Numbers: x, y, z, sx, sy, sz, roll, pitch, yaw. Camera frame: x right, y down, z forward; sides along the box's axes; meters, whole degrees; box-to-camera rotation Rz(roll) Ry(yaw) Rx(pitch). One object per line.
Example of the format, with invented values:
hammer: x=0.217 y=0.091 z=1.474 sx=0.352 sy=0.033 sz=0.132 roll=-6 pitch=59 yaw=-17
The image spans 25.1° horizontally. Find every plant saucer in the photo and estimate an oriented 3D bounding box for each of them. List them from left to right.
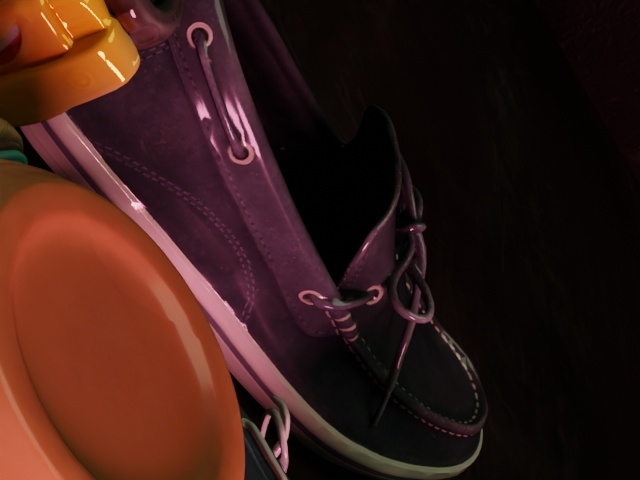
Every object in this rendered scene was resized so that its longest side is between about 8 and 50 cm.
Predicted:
plant saucer: x=-0.089 y=0.054 z=0.561 sx=0.200 sy=0.037 sz=0.200 roll=47 pitch=27 yaw=-33

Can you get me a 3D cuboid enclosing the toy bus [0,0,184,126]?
toy bus: x=-0.169 y=-0.197 z=0.725 sx=0.211 sy=0.149 sz=0.220 roll=55 pitch=33 yaw=-47

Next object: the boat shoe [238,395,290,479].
boat shoe: x=-0.050 y=0.124 z=0.693 sx=0.079 sy=0.095 sz=0.254 roll=18 pitch=21 yaw=-39

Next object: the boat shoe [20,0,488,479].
boat shoe: x=0.000 y=0.000 z=0.957 sx=0.500 sy=0.156 sz=0.187 roll=50 pitch=23 yaw=-36

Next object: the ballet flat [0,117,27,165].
ballet flat: x=-0.212 y=-0.025 z=0.622 sx=0.073 sy=0.080 sz=0.232 roll=37 pitch=17 yaw=8
